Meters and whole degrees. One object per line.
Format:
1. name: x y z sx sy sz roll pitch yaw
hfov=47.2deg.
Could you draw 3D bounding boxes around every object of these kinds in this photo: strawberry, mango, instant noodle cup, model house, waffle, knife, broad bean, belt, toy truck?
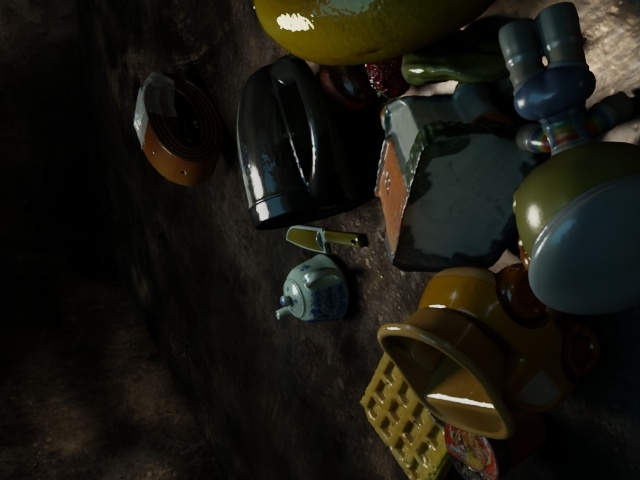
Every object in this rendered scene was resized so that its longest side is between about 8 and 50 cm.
1. strawberry: 0.124 -0.296 1.260 0.106 0.106 0.106 35 133 49
2. mango: 0.087 -0.396 1.103 0.445 0.301 0.220 12 145 38
3. instant noodle cup: 0.296 0.326 1.212 0.127 0.135 0.127 35 133 49
4. model house: 0.191 -0.139 1.175 0.271 0.190 0.301 98 164 -44
5. waffle: 0.188 0.372 1.510 0.248 0.055 0.221 54 145 31
6. knife: 0.000 0.001 1.687 0.343 0.027 0.061 10 117 59
7. broad bean: 0.052 -0.299 1.390 0.165 0.084 0.114 8 113 66
8. broad bean: 0.199 -0.268 1.084 0.072 0.153 0.206 68 168 -20
9. belt: -0.397 -0.313 2.033 0.339 0.217 0.122 64 149 25
10. toy truck: 0.245 0.155 1.079 0.288 0.212 0.204 48 156 -19

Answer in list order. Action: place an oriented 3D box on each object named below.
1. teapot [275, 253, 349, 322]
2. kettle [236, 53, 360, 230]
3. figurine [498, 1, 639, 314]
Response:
1. teapot: -0.025 0.119 1.666 0.159 0.159 0.232 64 150 18
2. kettle: -0.054 -0.212 1.464 0.321 0.228 0.324 147 110 -71
3. figurine: 0.296 -0.094 0.896 0.224 0.205 0.382 -33 76 24
